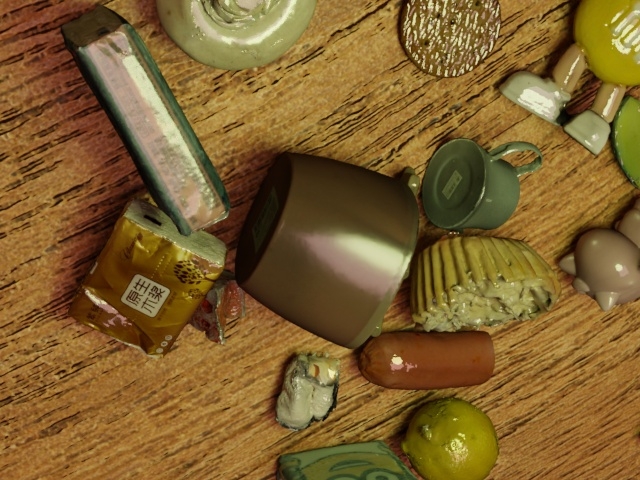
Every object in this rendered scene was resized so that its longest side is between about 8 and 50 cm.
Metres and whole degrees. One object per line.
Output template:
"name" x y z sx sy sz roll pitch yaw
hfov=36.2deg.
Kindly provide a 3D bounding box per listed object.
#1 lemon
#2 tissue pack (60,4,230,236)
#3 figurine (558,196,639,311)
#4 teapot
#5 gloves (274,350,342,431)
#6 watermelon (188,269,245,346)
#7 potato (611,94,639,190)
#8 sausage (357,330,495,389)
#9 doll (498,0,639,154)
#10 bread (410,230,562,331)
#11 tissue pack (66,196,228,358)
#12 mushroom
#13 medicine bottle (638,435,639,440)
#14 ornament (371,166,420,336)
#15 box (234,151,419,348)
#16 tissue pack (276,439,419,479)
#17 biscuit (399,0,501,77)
"lemon" 0.255 0.390 1.877 0.206 0.173 0.174 21 101 -25
"tissue pack" -0.259 -0.181 1.446 0.103 0.228 0.316 -30 117 -7
"figurine" 0.606 0.014 1.863 0.287 0.176 0.186 -48 140 -3
"teapot" 0.291 -0.090 1.720 0.149 0.162 0.239 14 134 -33
"gloves" -0.022 0.278 1.792 0.114 0.070 0.153 9 107 -29
"watermelon" -0.195 0.101 1.635 0.121 0.158 0.098 12 111 6
"potato" 0.600 -0.186 1.851 0.119 0.054 0.198 -40 113 -2
"sausage" 0.196 0.224 1.828 0.259 0.113 0.114 1 109 -21
"doll" 0.504 -0.359 1.700 0.347 0.161 0.423 7 103 -7
"bread" 0.290 0.079 1.757 0.274 0.274 0.149 -1 71 -19
"tissue pack" -0.277 0.064 1.570 0.183 0.092 0.226 29 116 -14
"mushroom" -0.125 -0.371 1.441 0.246 0.202 0.246 -2 105 -9
"medicine bottle" 0.757 0.343 2.096 0.073 0.074 0.218 14 102 -23
"ornament" 0.122 0.006 1.694 0.061 0.245 0.230 17 129 -6
"box" 0.000 0.000 1.582 0.216 0.301 0.301 23 101 -14
"tissue pack" 0.072 0.487 1.767 0.227 0.311 0.128 -6 107 -18
"biscuit" 0.220 -0.369 1.659 0.187 0.027 0.188 -6 110 -17
